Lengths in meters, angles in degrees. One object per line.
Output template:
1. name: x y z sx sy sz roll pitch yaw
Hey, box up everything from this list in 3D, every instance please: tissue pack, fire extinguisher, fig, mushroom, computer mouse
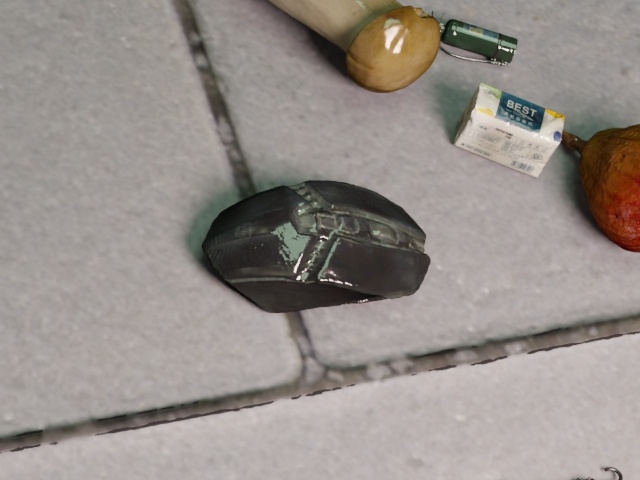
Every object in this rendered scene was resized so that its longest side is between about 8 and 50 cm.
1. tissue pack: 0.165 -0.097 1.447 0.083 0.062 0.042 20 57 -3
2. fire extinguisher: 0.138 -0.184 1.521 0.083 0.025 0.038 18 77 -6
3. fig: 0.268 -0.045 1.441 0.119 0.153 0.119 1 88 -47
4. mushroom: -0.022 -0.276 1.473 0.128 0.128 0.350 -29 73 -31
5. computer mouse: 0.000 0.000 1.330 0.192 0.062 0.105 0 58 -16

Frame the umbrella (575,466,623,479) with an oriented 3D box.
1. umbrella: 0.185 0.195 1.289 0.122 0.013 0.022 -8 48 -21
